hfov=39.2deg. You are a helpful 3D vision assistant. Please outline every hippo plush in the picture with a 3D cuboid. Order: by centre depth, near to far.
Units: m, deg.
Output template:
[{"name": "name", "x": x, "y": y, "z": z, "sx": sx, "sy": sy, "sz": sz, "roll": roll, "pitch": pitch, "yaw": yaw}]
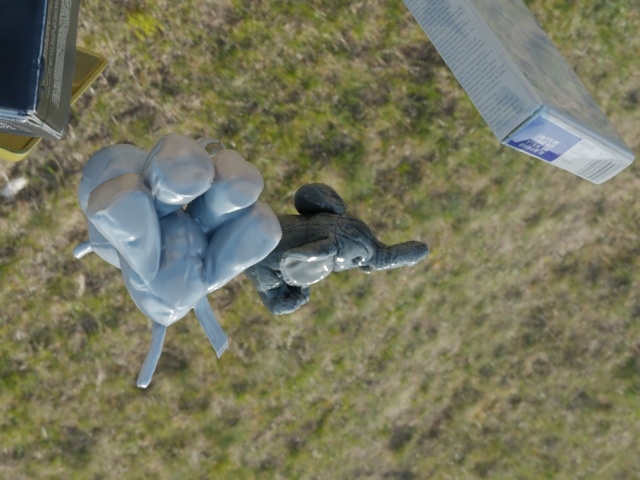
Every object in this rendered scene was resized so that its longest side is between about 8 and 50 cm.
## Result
[{"name": "hippo plush", "x": -0.199, "y": -0.019, "z": 1.185, "sx": 0.234, "sy": 0.236, "sz": 0.294, "roll": -21, "pitch": 118, "yaw": -22}]

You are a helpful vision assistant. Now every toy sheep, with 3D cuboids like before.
[{"name": "toy sheep", "x": -0.220, "y": -0.149, "z": 1.682, "sx": 0.091, "sy": 0.091, "sz": 0.132, "roll": -2, "pitch": 170, "yaw": -35}]

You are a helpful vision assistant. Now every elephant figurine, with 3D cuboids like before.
[{"name": "elephant figurine", "x": 0.000, "y": 0.000, "z": 1.322, "sx": 0.239, "sy": 0.169, "sz": 0.186, "roll": -26, "pitch": 173, "yaw": 40}]

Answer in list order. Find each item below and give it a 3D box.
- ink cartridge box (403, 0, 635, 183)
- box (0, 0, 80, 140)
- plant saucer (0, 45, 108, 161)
[{"name": "ink cartridge box", "x": 0.215, "y": -0.230, "z": 1.068, "sx": 0.071, "sy": 0.330, "sz": 0.324, "roll": -41, "pitch": 154, "yaw": 25}, {"name": "box", "x": -0.590, "y": -0.315, "z": 1.214, "sx": 0.480, "sy": 0.472, "sz": 0.297, "roll": 6, "pitch": 90, "yaw": -12}, {"name": "plant saucer", "x": -0.606, "y": -0.274, "z": 1.638, "sx": 0.332, "sy": 0.333, "sz": 0.081, "roll": 19, "pitch": 134, "yaw": 4}]
